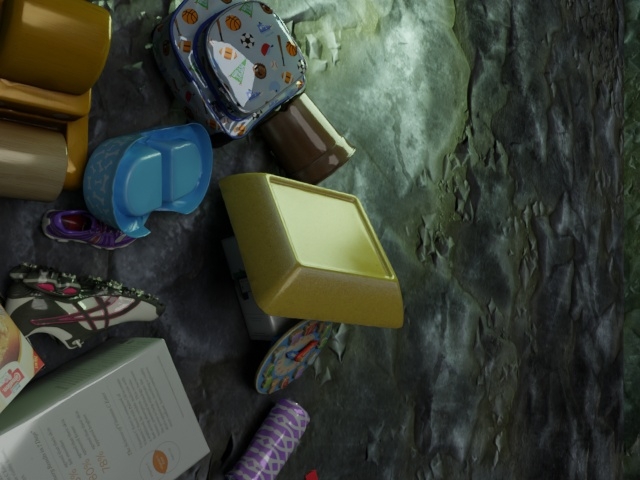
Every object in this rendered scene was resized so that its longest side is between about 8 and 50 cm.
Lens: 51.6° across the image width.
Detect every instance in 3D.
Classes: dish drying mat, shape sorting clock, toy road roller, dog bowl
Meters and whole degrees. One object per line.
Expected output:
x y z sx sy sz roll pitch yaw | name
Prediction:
-0.014 0.541 1.433 0.032 0.008 0.083 -19 97 -44 | dish drying mat
-0.051 0.232 1.337 0.206 0.040 0.206 -36 147 -28 | shape sorting clock
-0.427 -0.233 0.975 0.202 0.240 0.329 6 81 -42 | toy road roller
-0.290 -0.113 1.131 0.297 0.074 0.166 -42 141 -62 | dog bowl

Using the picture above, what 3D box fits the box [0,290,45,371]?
-0.534 0.163 0.965 0.191 0.045 0.184 -37 113 -40 | box

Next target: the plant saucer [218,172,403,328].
0.000 0.000 1.256 0.333 0.081 0.333 11 41 -36 | plant saucer

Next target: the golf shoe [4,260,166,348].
-0.381 0.115 1.076 0.273 0.105 0.120 18 84 -47 | golf shoe

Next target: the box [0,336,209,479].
-0.379 0.320 1.006 0.345 0.168 0.215 -29 105 -42 | box

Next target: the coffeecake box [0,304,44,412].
-0.485 0.145 0.895 0.185 0.068 0.142 63 18 -18 | coffeecake box

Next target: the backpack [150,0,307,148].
-0.178 -0.343 1.258 0.263 0.213 0.276 52 56 -13 | backpack

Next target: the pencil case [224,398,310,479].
-0.103 0.411 1.309 0.086 0.088 0.206 55 53 -20 | pencil case

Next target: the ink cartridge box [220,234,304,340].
-0.091 0.073 1.355 0.160 0.092 0.219 -23 101 -43 | ink cartridge box

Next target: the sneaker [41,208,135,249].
-0.377 -0.020 1.114 0.170 0.071 0.068 1 85 -44 | sneaker

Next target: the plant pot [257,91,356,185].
-0.037 -0.214 1.405 0.165 0.167 0.167 54 53 -15 | plant pot
